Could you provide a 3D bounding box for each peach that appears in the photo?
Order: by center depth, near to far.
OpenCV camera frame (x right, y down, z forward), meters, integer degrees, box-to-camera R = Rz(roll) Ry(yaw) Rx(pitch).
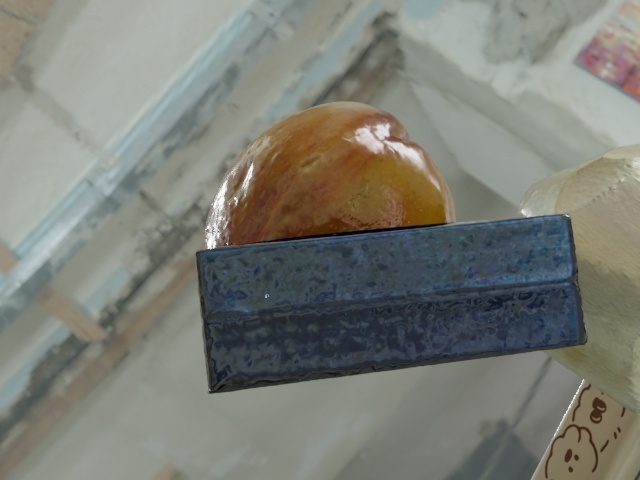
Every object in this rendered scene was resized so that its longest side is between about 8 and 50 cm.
[{"bbox_3d":[0.000,0.000,1.383,0.281,0.238,0.281,-36,-28,-23],"label":"peach"}]

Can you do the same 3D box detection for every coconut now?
[{"bbox_3d":[0.299,0.030,1.329,0.237,0.266,0.237,-29,-38,-26],"label":"coconut"}]

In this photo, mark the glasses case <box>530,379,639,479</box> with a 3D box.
[{"bbox_3d":[0.404,0.261,1.895,0.076,0.144,0.336,21,-82,-33],"label":"glasses case"}]

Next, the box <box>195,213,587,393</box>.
[{"bbox_3d":[0.042,0.052,1.120,0.279,0.116,0.261,-5,-6,-5],"label":"box"}]
